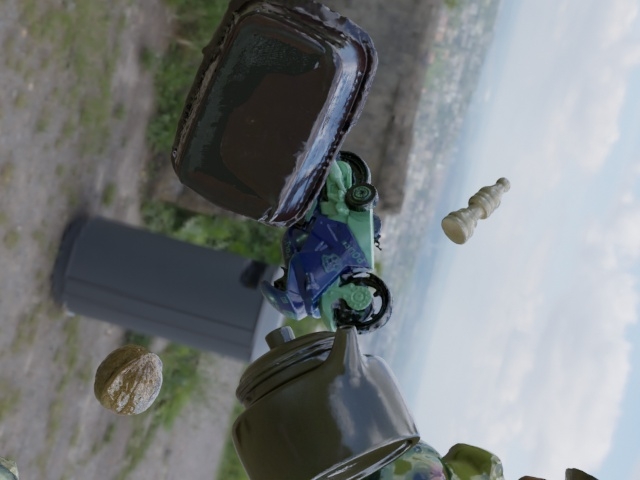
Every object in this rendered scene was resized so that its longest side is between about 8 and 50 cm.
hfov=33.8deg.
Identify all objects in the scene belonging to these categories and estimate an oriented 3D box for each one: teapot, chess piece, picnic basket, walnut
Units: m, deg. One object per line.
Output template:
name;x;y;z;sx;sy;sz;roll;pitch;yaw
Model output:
teapot;-0.015;0.179;1.127;0.268;0.185;0.175;-50;-122;47
chess piece;0.169;-0.036;1.112;0.092;0.035;0.035;-40;157;-26
picnic basket;-0.072;-0.164;1.330;0.129;0.222;0.297;-60;175;-76
walnut;-0.295;0.214;1.624;0.124;0.105;0.105;-58;-177;29

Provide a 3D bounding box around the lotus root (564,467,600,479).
lotus root;0.492;0.463;1.803;0.078;0.183;0.203;-61;171;-9

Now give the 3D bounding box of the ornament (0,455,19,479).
ornament;-0.504;0.324;1.359;0.180;0.201;0.059;-43;-148;6

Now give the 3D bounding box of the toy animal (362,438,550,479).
toy animal;0.153;0.379;1.441;0.191;0.338;0.216;-18;-124;60

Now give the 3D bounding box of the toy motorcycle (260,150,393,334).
toy motorcycle;0.000;0.000;1.611;0.125;0.196;0.331;76;5;-61
